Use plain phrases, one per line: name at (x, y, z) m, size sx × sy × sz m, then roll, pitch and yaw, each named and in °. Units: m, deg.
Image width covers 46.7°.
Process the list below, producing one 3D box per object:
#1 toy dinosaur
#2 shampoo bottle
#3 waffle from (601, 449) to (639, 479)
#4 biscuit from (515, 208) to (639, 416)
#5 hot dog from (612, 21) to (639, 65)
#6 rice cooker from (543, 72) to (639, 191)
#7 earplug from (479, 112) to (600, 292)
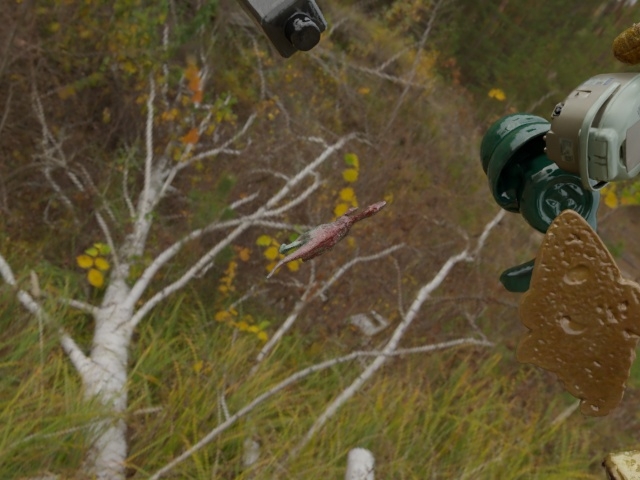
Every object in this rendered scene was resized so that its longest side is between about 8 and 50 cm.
toy dinosaur at (0.000, 0.000, 1.321) m, size 0.242 × 0.167 × 0.053 m, roll -30°, pitch 92°, yaw -49°
shampoo bottle at (-0.069, -0.338, 1.029) m, size 0.246 × 0.079 × 0.080 m, roll 56°, pitch 5°, yaw 39°
waffle at (0.370, 0.363, 0.713) m, size 0.213 × 0.091 × 0.308 m, roll -100°, pitch 169°, yaw -60°
biscuit at (0.309, 0.086, 0.876) m, size 0.163 × 0.250 × 0.035 m, roll -8°, pitch 8°, yaw 10°
hot dog at (0.512, -0.305, 1.041) m, size 0.066 × 0.216 × 0.047 m, roll 54°, pitch 49°, yaw -17°
rice cooker at (0.418, -0.165, 1.080) m, size 0.206 × 0.145 × 0.127 m, roll -36°, pitch 37°, yaw -29°
earplug at (0.359, -0.081, 1.249) m, size 0.164 × 0.257 × 0.280 m, roll -13°, pitch 50°, yaw -8°
